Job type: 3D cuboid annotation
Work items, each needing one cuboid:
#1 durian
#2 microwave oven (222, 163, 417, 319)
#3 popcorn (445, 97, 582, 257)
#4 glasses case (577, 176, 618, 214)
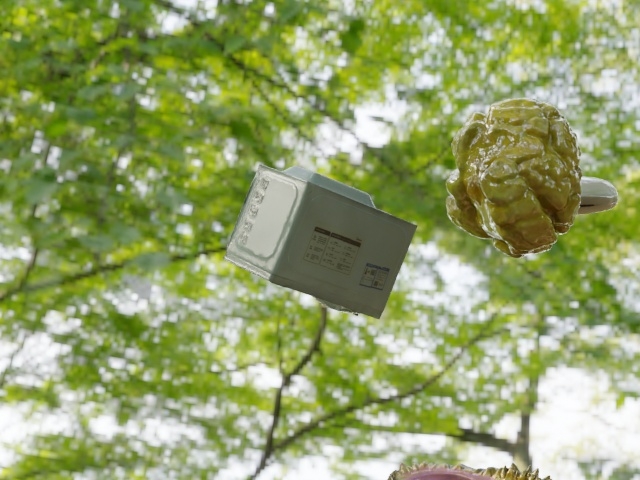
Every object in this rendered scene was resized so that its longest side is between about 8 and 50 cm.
[{"bbox_3d":[0.272,0.414,1.982,0.341,0.112,0.191,1,-30,30],"label":"durian"},{"bbox_3d":[0.000,0.000,1.661,0.208,0.162,0.122,21,1,-40],"label":"microwave oven"},{"bbox_3d":[0.278,-0.087,1.768,0.200,0.226,0.203,-34,-20,-12],"label":"popcorn"},{"bbox_3d":[0.415,-0.077,2.159,0.204,0.081,0.051,-2,-61,-9],"label":"glasses case"}]
